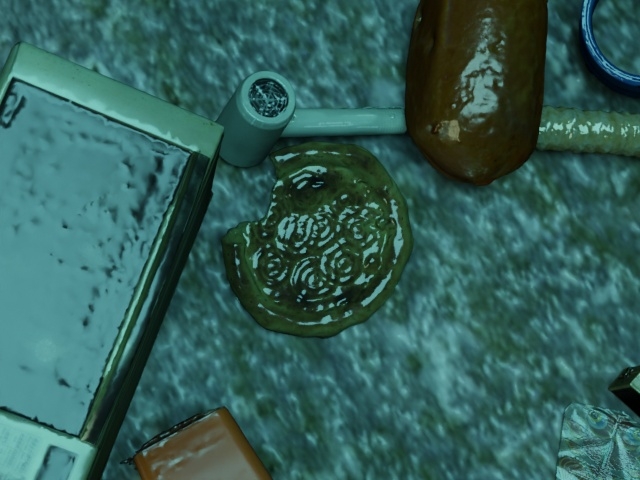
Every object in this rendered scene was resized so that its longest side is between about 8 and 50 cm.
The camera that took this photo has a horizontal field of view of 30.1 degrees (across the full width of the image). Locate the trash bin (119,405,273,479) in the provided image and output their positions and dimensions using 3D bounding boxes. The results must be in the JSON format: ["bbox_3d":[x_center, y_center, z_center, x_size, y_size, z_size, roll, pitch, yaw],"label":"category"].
[{"bbox_3d":[-0.105,0.313,1.247,0.184,0.161,0.239,-29,75,-11],"label":"trash bin"}]

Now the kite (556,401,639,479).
[{"bbox_3d":[0.312,0.302,1.353,0.127,0.016,0.229,19,77,2],"label":"kite"}]

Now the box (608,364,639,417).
[{"bbox_3d":[0.375,0.178,1.350,0.083,0.079,0.035,42,79,4],"label":"box"}]

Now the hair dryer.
[{"bbox_3d":[0.004,-0.136,1.370,0.236,0.131,0.073,0,74,-19],"label":"hair dryer"}]

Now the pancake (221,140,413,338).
[{"bbox_3d":[0.000,0.000,1.360,0.211,0.029,0.235,24,88,-12],"label":"pancake"}]

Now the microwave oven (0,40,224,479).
[{"bbox_3d":[-0.281,0.052,1.186,0.247,0.333,0.394,21,76,-4],"label":"microwave oven"}]

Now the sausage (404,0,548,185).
[{"bbox_3d":[0.180,-0.197,1.372,0.141,0.153,0.268,9,80,-18],"label":"sausage"}]

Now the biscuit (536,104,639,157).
[{"bbox_3d":[0.345,-0.130,1.426,0.219,0.061,0.055,5,123,-3],"label":"biscuit"}]

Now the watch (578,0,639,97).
[{"bbox_3d":[0.409,-0.246,1.412,0.200,0.171,0.196,-2,80,9],"label":"watch"}]
